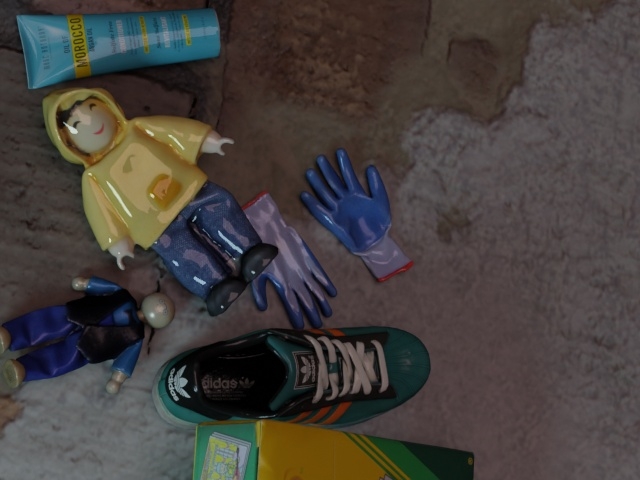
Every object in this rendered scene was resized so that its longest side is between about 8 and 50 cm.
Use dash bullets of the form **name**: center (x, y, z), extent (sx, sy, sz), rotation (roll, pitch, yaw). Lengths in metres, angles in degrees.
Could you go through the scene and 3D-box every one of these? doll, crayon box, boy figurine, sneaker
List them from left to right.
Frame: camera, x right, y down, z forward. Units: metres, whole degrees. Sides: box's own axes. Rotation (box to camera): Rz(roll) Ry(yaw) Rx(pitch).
- **doll**: center (-0.233, 0.096, 1.828), extent (0.189, 0.046, 0.129), rotation (-19, 77, -27)
- **boy figurine**: center (-0.168, -0.060, 1.852), extent (0.177, 0.092, 0.285), rotation (-43, 95, -5)
- **sneaker**: center (-0.015, 0.142, 1.851), extent (0.302, 0.121, 0.108), rotation (-7, 82, -19)
- **crayon box**: center (0.010, 0.371, 1.755), extent (0.313, 0.106, 0.363), rotation (15, 74, -45)

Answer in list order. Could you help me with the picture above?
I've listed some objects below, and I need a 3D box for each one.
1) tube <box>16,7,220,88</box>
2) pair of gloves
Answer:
- **tube**: center (-0.211, -0.209, 1.898), extent (0.207, 0.052, 0.080), rotation (-8, 75, -14)
- **pair of gloves**: center (0.000, 0.000, 1.937), extent (0.198, 0.023, 0.159), rotation (-31, 90, -22)
